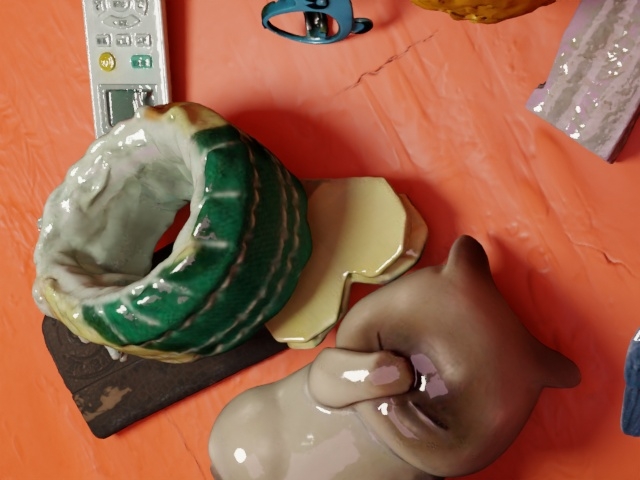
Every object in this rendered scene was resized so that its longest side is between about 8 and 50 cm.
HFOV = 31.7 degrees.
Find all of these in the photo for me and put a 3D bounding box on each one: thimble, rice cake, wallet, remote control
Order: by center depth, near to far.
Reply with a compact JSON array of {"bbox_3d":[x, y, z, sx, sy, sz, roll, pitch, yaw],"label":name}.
[{"bbox_3d":[0.300,-0.224,1.053,0.106,0.050,0.298,32,109,16],"label":"rice cake"},{"bbox_3d":[-0.159,0.000,1.174,0.288,0.167,0.254,-38,54,18],"label":"thimble"},{"bbox_3d":[-0.214,-0.251,1.266,0.103,0.051,0.293,4,103,23],"label":"remote control"},{"bbox_3d":[-0.177,0.099,1.307,0.321,0.044,0.170,-28,85,23],"label":"wallet"}]

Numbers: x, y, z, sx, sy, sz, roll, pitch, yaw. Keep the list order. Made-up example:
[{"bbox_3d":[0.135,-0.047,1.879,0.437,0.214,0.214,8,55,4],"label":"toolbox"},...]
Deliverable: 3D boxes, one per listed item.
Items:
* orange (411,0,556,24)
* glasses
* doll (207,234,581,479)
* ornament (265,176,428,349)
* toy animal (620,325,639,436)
[{"bbox_3d":[0.122,-0.362,0.955,0.340,0.340,0.293,46,111,10],"label":"orange"},{"bbox_3d":[-0.047,-0.299,1.116,0.102,0.239,0.207,-28,67,4],"label":"glasses"},{"bbox_3d":[0.051,0.184,1.126,0.370,0.226,0.215,-46,68,23],"label":"doll"},{"bbox_3d":[0.000,0.000,1.196,0.201,0.059,0.180,-41,61,12],"label":"ornament"},{"bbox_3d":[0.355,0.077,1.000,0.239,0.176,0.255,-30,111,7],"label":"toy animal"}]
